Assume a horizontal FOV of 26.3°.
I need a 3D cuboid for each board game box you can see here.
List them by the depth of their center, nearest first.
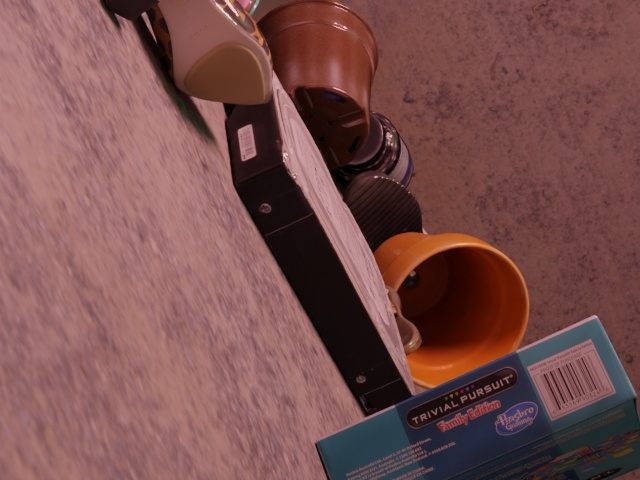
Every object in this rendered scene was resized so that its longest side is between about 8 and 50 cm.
[{"bbox_3d":[0.163,0.192,1.249,0.336,0.253,0.079,50,17,-67],"label":"board game box"}]

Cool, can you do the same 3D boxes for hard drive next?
[{"bbox_3d":[0.000,0.000,1.457,0.237,0.064,0.339,-102,167,-58],"label":"hard drive"}]

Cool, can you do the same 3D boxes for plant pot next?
[{"bbox_3d":[-0.008,-0.179,1.647,0.165,0.167,0.167,-92,158,-51],"label":"plant pot"},{"bbox_3d":[0.151,0.075,1.856,0.205,0.205,0.188,63,-7,-23],"label":"plant pot"}]

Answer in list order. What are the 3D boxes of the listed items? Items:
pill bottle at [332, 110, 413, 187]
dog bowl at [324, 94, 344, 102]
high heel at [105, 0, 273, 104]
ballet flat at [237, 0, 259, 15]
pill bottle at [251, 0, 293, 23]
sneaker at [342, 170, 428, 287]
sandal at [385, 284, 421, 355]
[{"bbox_3d":[0.076,-0.141,2.219,0.219,0.122,0.123,41,26,-73],"label":"pill bottle"},{"bbox_3d":[-0.025,-0.338,2.205,0.265,0.104,0.265,-24,90,-83],"label":"dog bowl"},{"bbox_3d":[-0.118,-0.234,1.206,0.261,0.093,0.186,37,35,-57],"label":"high heel"},{"bbox_3d":[-0.117,-0.283,1.541,0.079,0.077,0.221,45,8,-15],"label":"ballet flat"},{"bbox_3d":[-0.097,-0.405,1.789,0.131,0.131,0.229,35,31,-76],"label":"pill bottle"},{"bbox_3d":[0.087,-0.018,2.033,0.146,0.122,0.330,49,-3,36],"label":"sneaker"},{"bbox_3d":[0.071,0.095,1.639,0.049,0.072,0.180,54,9,-24],"label":"sandal"}]
